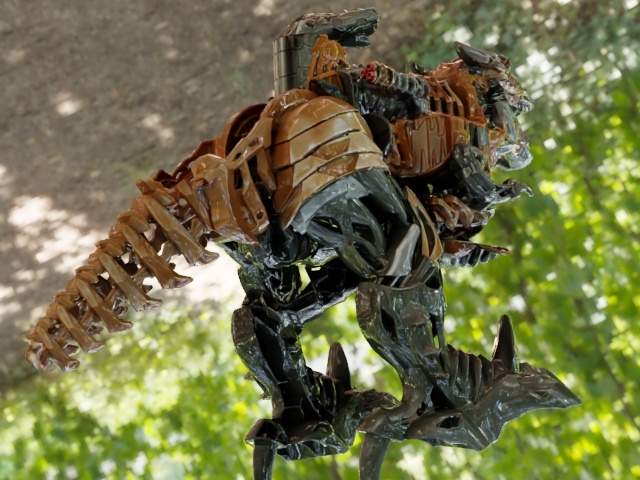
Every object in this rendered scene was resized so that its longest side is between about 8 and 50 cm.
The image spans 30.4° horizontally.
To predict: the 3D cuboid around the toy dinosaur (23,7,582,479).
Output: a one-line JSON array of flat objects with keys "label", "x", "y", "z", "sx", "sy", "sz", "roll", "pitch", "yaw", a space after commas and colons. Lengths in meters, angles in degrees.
[{"label": "toy dinosaur", "x": 0.000, "y": 0.000, "z": 0.585, "sx": 0.322, "sy": 0.218, "sz": 0.164, "roll": -20, "pitch": -175, "yaw": -22}]
